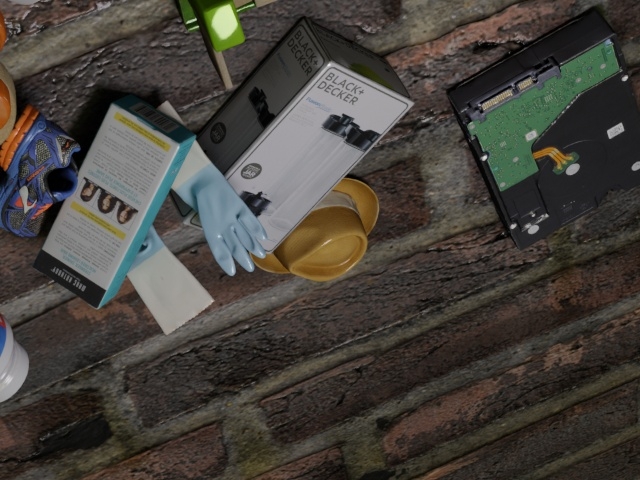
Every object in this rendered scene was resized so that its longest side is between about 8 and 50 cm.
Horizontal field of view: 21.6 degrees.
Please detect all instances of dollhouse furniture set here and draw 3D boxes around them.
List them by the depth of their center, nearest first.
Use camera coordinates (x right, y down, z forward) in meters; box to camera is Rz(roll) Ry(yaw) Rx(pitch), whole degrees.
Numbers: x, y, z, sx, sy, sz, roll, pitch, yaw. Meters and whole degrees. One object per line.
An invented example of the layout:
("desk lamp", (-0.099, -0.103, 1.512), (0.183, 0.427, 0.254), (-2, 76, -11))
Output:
("dollhouse furniture set", (-0.004, -0.302, 1.848), (0.302, 0.197, 0.151), (-23, 140, -7))

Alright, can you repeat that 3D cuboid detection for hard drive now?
("hard drive", (0.328, -0.147, 2.339), (0.237, 0.064, 0.339), (-30, 143, 2))

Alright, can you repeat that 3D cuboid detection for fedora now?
("fedora", (0.000, 0.000, 2.289), (0.194, 0.079, 0.194), (-17, 140, -14))

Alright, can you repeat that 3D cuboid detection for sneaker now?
("sneaker", (-0.330, -0.064, 1.965), (0.083, 0.087, 0.221), (-60, 175, -31))

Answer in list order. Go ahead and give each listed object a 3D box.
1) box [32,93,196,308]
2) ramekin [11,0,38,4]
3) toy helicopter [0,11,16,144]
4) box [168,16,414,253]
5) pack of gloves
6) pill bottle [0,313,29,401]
("box", (-0.250, -0.046, 2.027), (0.244, 0.100, 0.060), (-60, 172, 22))
("ramekin", (-0.288, -0.365, 1.561), (0.127, 0.273, 0.273), (19, 123, -28))
("toy helicopter", (-0.508, -0.144, 1.805), (0.355, 0.140, 0.235), (2, 143, -19))
("box", (-0.043, -0.126, 2.113), (0.290, 0.087, 0.169), (-46, 139, 20))
("pack of gloves", (-0.182, -0.030, 2.069), (0.195, 0.232, 0.046), (-36, -177, 24))
("pill bottle", (-0.463, 0.120, 2.102), (0.124, 0.124, 0.221), (-33, 143, 6))
